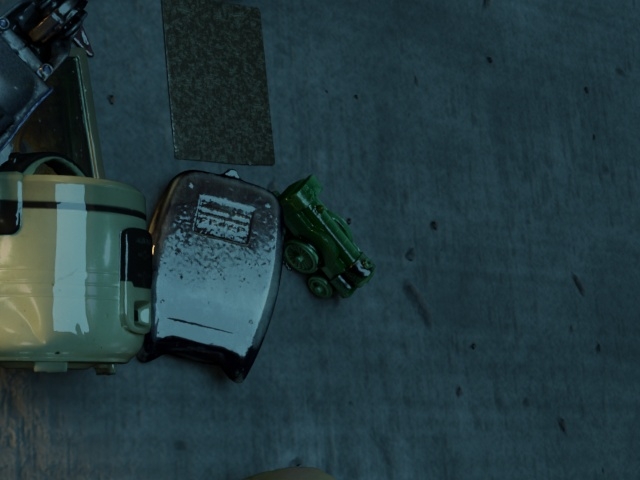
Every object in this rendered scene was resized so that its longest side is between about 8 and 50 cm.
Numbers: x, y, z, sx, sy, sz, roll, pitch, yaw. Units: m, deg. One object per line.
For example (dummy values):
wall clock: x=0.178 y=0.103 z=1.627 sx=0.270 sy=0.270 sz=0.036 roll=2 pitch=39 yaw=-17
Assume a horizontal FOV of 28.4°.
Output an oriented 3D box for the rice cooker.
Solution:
rice cooker: x=-0.291 y=0.026 z=1.373 sx=0.226 sy=0.226 sz=0.244 roll=3 pitch=79 yaw=-35

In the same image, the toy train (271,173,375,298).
toy train: x=0.000 y=0.000 z=1.675 sx=0.178 sy=0.105 sz=0.071 roll=51 pitch=50 yaw=-13

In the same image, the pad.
pad: x=-0.136 y=-0.216 z=1.703 sx=0.158 sy=0.003 sz=0.234 roll=2 pitch=75 yaw=-35

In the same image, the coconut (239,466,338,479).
coconut: x=-0.044 y=0.387 z=1.450 sx=0.259 sy=0.259 sz=0.259 roll=11 pitch=70 yaw=-33

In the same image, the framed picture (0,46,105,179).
framed picture: x=-0.347 y=-0.116 z=1.511 sx=0.184 sy=0.016 sz=0.249 roll=-2 pitch=78 yaw=-37

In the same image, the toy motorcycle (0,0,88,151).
toy motorcycle: x=-0.390 y=-0.148 z=1.357 sx=0.125 sy=0.213 sz=0.358 roll=49 pitch=59 yaw=-19

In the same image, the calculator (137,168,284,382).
calculator: x=-0.134 y=0.034 z=1.577 sx=0.177 sy=0.040 sz=0.268 roll=13 pitch=70 yaw=-15

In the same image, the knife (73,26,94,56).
knife: x=-0.348 y=-0.338 z=1.578 sx=0.035 sy=0.018 sz=0.247 roll=-33 pitch=97 yaw=-41
